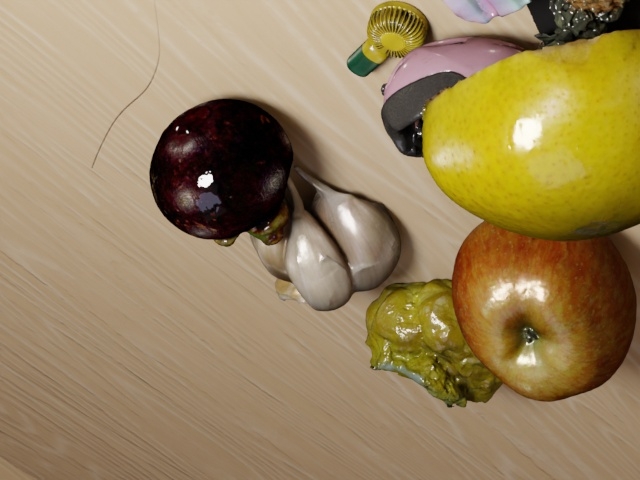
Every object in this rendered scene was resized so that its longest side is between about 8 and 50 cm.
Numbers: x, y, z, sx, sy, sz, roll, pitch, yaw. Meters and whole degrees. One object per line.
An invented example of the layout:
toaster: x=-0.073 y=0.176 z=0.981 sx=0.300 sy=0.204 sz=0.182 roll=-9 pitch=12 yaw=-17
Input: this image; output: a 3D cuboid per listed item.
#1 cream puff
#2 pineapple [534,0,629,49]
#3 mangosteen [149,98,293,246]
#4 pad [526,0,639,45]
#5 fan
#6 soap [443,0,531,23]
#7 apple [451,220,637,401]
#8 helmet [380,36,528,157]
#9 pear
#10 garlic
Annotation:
cream puff: x=0.205 y=0.198 z=2.335 sx=0.282 sy=0.185 sz=0.282 roll=11 pitch=143 yaw=9
pineapple: x=0.319 y=-0.285 z=1.606 sx=0.125 sy=0.125 sz=0.251 roll=18 pitch=144 yaw=1
mangosteen: x=-0.138 y=-0.087 z=2.039 sx=0.228 sy=0.228 sz=0.265 roll=-7 pitch=130 yaw=34
pad: x=0.439 y=-0.274 z=1.679 sx=0.315 sy=0.063 sz=0.375 roll=-6 pitch=129 yaw=34
fan: x=0.086 y=-0.270 z=1.839 sx=0.082 sy=0.039 sz=0.155 roll=29 pitch=146 yaw=-16
soap: x=0.125 y=-0.399 z=1.563 sx=0.193 sy=0.109 sz=0.324 roll=-18 pitch=130 yaw=43
apple: x=0.346 y=0.107 z=2.060 sx=0.309 sy=0.250 sz=0.277 roll=29 pitch=139 yaw=-18
helmet: x=0.203 y=-0.201 z=1.785 sx=0.253 sy=0.154 sz=0.198 roll=-17 pitch=161 yaw=4
pear: x=0.329 y=-0.102 z=1.608 sx=0.386 sy=0.191 sz=0.340 roll=-15 pitch=162 yaw=23
garlic: x=0.000 y=0.000 z=2.216 sx=0.237 sy=0.210 sz=0.292 roll=45 pitch=160 yaw=24
